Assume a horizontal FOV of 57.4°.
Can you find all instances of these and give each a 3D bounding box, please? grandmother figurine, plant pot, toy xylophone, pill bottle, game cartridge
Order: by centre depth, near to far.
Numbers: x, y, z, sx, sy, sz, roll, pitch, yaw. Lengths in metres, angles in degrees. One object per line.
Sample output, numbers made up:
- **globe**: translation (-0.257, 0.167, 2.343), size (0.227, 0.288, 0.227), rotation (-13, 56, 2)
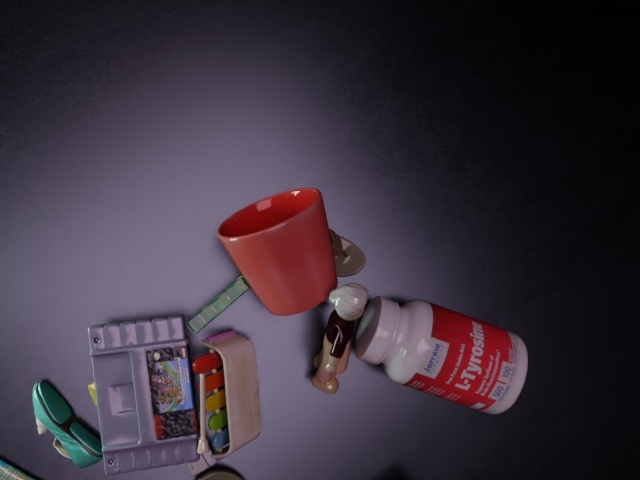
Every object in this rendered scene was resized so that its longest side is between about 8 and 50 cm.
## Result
- **game cartridge**: translation (-0.414, 0.365, 1.396), size (0.230, 0.068, 0.354), rotation (-7, 91, -3)
- **toy xylophone**: translation (-0.237, 0.386, 1.443), size (0.081, 0.236, 0.322), rotation (-2, 86, 33)
- **plant pot**: translation (-0.087, 0.034, 1.444), size (0.275, 0.275, 0.243), rotation (-24, 111, -11)
- **grandmother figurine**: translation (0.048, 0.226, 1.450), size (0.104, 0.342, 0.207), rotation (4, 45, -11)
- **pill bottle**: translation (0.310, 0.291, 1.541), size (0.408, 0.229, 0.228), rotation (20, 83, -9)

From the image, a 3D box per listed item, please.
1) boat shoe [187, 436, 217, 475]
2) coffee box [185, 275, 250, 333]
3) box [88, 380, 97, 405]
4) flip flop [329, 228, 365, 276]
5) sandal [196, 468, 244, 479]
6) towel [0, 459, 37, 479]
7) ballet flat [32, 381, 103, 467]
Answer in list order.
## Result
- **boat shoe**: translation (-0.358, 0.475, 1.472), size (0.084, 0.095, 0.258), rotation (-32, 92, -15)
- **coffee box**: translation (-0.259, 0.163, 1.502), size (0.184, 0.113, 0.040), rotation (-41, 91, -9)
- **box**: translation (-0.453, 0.336, 1.468), size (0.232, 0.087, 0.058), rotation (-20, 91, -12)
- **flip flop**: translation (0.000, 0.000, 1.575), size (0.277, 0.080, 0.112), rotation (40, 81, -6)
- **sandal**: translation (-0.203, 0.710, 1.491), size (0.120, 0.086, 0.302), rotation (-38, 94, -11)
- **towel**: translation (-0.788, 0.685, 1.408), size (0.370, 0.040, 0.271), rotation (33, 82, -7)
- **ballet flat**: translation (-0.637, 0.462, 1.431), size (0.087, 0.083, 0.247), rotation (-41, 93, 4)
